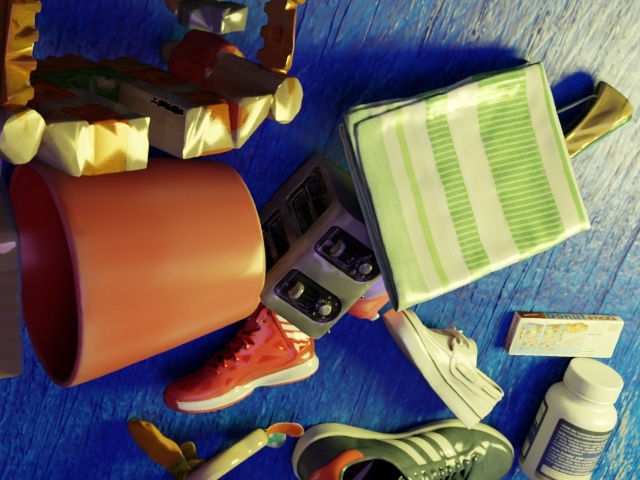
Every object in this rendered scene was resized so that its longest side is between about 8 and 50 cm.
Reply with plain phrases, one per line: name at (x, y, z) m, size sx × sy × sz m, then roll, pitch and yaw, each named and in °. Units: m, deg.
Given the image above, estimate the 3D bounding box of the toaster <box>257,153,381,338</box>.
toaster at (0.000, 0.000, 1.730) m, size 0.110 × 0.186 × 0.168 m, roll 34°, pitch 111°, yaw -30°

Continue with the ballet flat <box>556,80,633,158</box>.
ballet flat at (0.309, -0.125, 1.837) m, size 0.232 × 0.080 × 0.073 m, roll -39°, pitch 97°, yaw 2°

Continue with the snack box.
snack box at (0.359, 0.139, 2.028) m, size 0.178 × 0.022 × 0.064 m, roll 4°, pitch 118°, yaw -22°

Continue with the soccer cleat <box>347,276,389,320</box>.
soccer cleat at (0.106, 0.000, 1.821) m, size 0.095 × 0.083 × 0.248 m, roll 35°, pitch 105°, yaw -28°

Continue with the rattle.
rattle at (-0.144, 0.267, 1.912) m, size 0.199 × 0.143 × 0.130 m, roll -35°, pitch 159°, yaw -16°

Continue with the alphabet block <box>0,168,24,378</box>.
alphabet block at (-0.449, 0.041, 1.570) m, size 0.197 × 0.192 × 0.193 m, roll -5°, pitch 118°, yaw -17°

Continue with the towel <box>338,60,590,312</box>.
towel at (0.185, -0.079, 1.702) m, size 0.324 × 0.038 × 0.248 m, roll -20°, pitch 94°, yaw -33°

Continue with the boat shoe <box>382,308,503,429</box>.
boat shoe at (0.180, 0.166, 1.935) m, size 0.088 × 0.096 × 0.267 m, roll -39°, pitch 126°, yaw 0°

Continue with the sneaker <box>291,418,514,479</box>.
sneaker at (0.138, 0.349, 1.992) m, size 0.350 × 0.148 × 0.131 m, roll 0°, pitch 119°, yaw -21°

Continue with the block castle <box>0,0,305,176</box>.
block castle at (-0.212, -0.251, 1.398) m, size 0.453 × 0.212 × 0.303 m, roll -15°, pitch 121°, yaw -49°

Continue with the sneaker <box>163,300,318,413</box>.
sneaker at (-0.113, 0.141, 1.830) m, size 0.221 × 0.087 × 0.128 m, roll -18°, pitch 116°, yaw -24°

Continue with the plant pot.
plant pot at (-0.213, 0.019, 1.615) m, size 0.243 × 0.275 × 0.275 m, roll -10°, pitch 122°, yaw -26°

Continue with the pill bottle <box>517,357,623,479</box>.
pill bottle at (0.379, 0.275, 2.060) m, size 0.112 × 0.112 × 0.187 m, roll 8°, pitch 116°, yaw -24°
